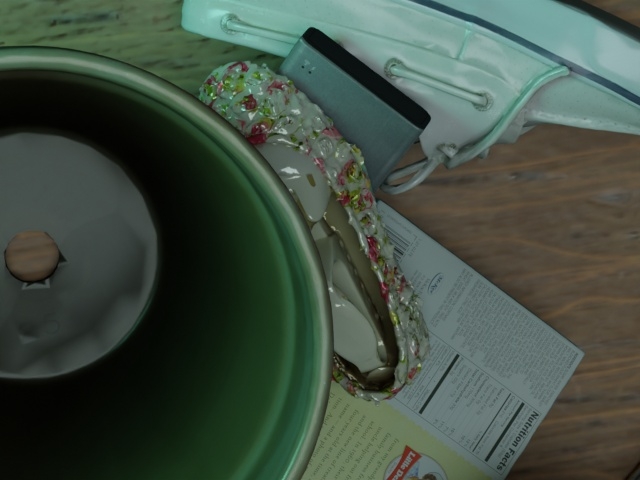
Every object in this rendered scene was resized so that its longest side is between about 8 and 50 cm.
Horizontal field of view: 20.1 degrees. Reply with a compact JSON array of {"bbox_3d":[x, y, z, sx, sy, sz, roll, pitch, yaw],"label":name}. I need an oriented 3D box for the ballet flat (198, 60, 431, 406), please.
[{"bbox_3d":[0.000,0.000,1.114,0.091,0.077,0.241,-26,110,19],"label":"ballet flat"}]

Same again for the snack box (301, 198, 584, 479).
[{"bbox_3d":[0.015,0.154,1.216,0.187,0.060,0.322,37,81,-14],"label":"snack box"}]

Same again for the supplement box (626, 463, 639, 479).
[{"bbox_3d":[0.308,0.143,1.288,0.078,0.080,0.233,41,94,-15],"label":"supplement box"}]

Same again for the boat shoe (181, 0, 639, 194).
[{"bbox_3d":[0.081,-0.102,1.169,0.367,0.136,0.156,19,105,-5],"label":"boat shoe"}]

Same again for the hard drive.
[{"bbox_3d":[-0.003,-0.059,1.142,0.094,0.022,0.135,37,131,-2],"label":"hard drive"}]

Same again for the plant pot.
[{"bbox_3d":[-0.173,0.033,1.078,0.323,0.280,0.323,-2,102,-10],"label":"plant pot"}]
